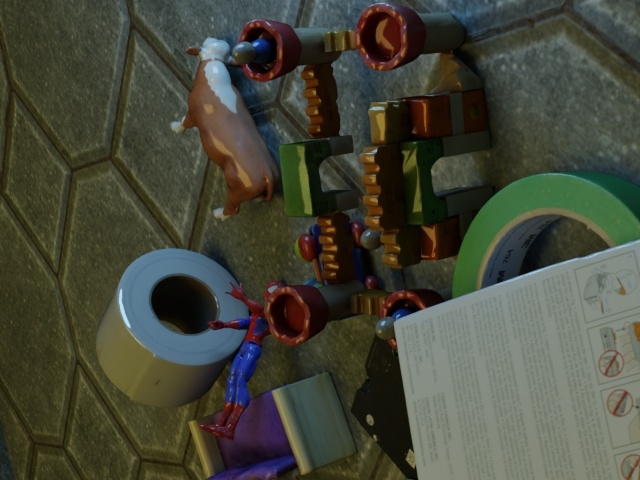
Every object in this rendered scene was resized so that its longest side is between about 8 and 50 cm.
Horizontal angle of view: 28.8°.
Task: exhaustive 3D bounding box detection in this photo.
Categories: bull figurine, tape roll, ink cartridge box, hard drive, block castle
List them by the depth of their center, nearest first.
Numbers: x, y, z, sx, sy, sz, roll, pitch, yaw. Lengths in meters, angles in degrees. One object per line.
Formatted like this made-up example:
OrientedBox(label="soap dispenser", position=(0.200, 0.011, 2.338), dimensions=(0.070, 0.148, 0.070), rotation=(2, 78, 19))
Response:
OrientedBox(label="ink cartridge box", position=(0.280, 0.185, 1.397), dimensions=(0.385, 0.091, 0.308), rotation=(-21, 63, 29))
OrientedBox(label="tape roll", position=(0.302, 0.078, 1.502), dimensions=(0.321, 0.077, 0.321), rotation=(4, 95, 47))
OrientedBox(label="block castle", position=(0.047, -0.081, 1.679), dimensions=(0.303, 0.213, 0.453), rotation=(1, 100, 41))
OrientedBox(label="hard drive", position=(0.186, 0.273, 1.812), dimensions=(0.339, 0.064, 0.237), rotation=(47, 137, 37))
OrientedBox(label="bull figurine", position=(-0.166, -0.188, 2.113), dimensions=(0.310, 0.101, 0.188), rotation=(67, 149, 16))
OrientedBox(label="tape roll", position=(-0.270, 0.159, 2.268), dimensions=(0.246, 0.246, 0.169), rotation=(60, 143, 21))

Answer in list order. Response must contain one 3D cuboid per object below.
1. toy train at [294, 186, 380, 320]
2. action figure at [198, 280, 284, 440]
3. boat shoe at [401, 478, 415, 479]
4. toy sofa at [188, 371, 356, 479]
OrientedBox(label="toy train", position=(0.000, 0.000, 1.957), dimensions=(0.143, 0.105, 0.248), rotation=(169, 86, -70))
OrientedBox(label="action figure", position=(-0.152, 0.180, 2.104), dimensions=(0.091, 0.139, 0.280), rotation=(-8, 53, 64))
OrientedBox(label="boat shoe", position=(0.160, 0.394, 1.773), dimensions=(0.233, 0.079, 0.084), rotation=(-3, 98, 54))
OrientedBox(label="toy sofa", position=(-0.114, 0.351, 2.177), dimensions=(0.362, 0.177, 0.150), rotation=(-29, 78, 56))
